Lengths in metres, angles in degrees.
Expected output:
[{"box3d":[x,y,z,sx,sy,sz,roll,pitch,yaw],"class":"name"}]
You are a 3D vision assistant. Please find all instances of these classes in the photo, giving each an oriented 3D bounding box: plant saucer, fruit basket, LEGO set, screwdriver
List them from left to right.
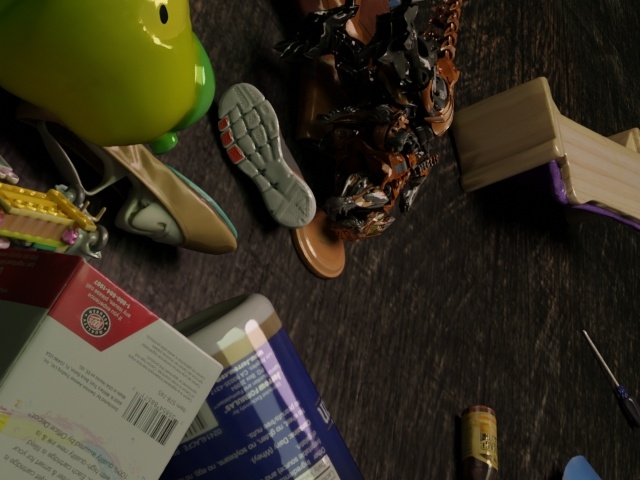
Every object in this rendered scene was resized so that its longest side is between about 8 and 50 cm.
[{"box3d":[-0.276,-0.018,0.834,0.287,0.107,0.132,26,13,-41],"class":"LEGO set"},{"box3d":[-0.208,-0.238,0.858,0.392,0.283,0.392,21,35,-16],"class":"fruit basket"},{"box3d":[0.000,0.000,1.290,0.083,0.013,0.083,37,40,-40],"class":"plant saucer"},{"box3d":[0.431,0.203,1.801,0.170,0.024,0.025,57,3,-10],"class":"screwdriver"}]

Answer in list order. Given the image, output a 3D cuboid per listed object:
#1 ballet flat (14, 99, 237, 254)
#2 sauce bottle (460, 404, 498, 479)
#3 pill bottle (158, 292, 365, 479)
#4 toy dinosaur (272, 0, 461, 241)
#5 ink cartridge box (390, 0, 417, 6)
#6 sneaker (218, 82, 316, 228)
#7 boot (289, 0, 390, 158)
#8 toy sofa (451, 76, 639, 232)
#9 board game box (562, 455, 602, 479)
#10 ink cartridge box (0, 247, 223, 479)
[{"box3d":[-0.166,-0.050,1.033,0.232,0.080,0.073,47,63,-24],"class":"ballet flat"},{"box3d":[0.177,0.246,1.361,0.042,0.042,0.128,38,40,-37],"class":"sauce bottle"},{"box3d":[-0.051,0.187,0.946,0.264,0.153,0.153,63,31,-6],"class":"pill bottle"},{"box3d":[0.072,-0.158,1.336,0.218,0.164,0.322,53,34,-39],"class":"toy dinosaur"},{"box3d":[0.085,-0.385,1.575,0.143,0.092,0.090,63,26,-44],"class":"ink cartridge box"},{"box3d":[-0.056,-0.083,1.240,0.065,0.061,0.158,-47,113,-86],"class":"sneaker"},{"box3d":[-0.020,-0.234,1.391,0.264,0.096,0.280,28,59,-48],"class":"boot"},{"box3d":[0.345,-0.091,1.751,0.362,0.150,0.177,12,64,-54],"class":"toy sofa"},{"box3d":[0.333,0.354,1.531,0.168,0.033,0.133,51,35,-22],"class":"board game box"},{"box3d":[-0.177,0.113,0.765,0.128,0.127,0.176,43,67,-32],"class":"ink cartridge box"}]
